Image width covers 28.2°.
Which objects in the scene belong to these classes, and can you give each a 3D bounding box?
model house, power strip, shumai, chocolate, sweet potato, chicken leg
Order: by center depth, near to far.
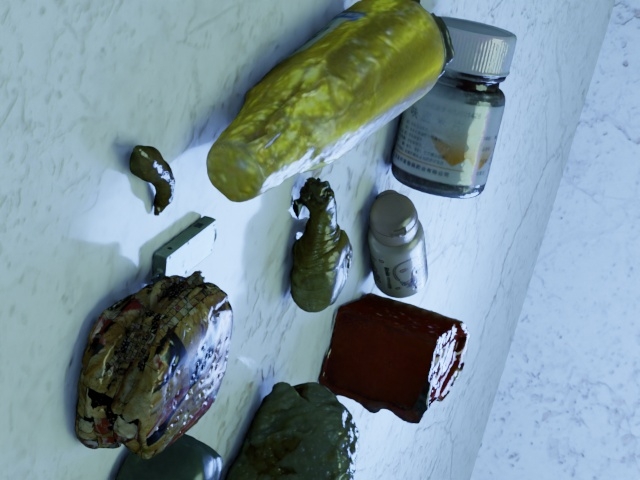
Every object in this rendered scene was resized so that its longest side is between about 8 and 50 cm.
[{"bbox_3d":[-0.178,-0.072,1.353,0.041,0.038,0.153,-43,162,-12],"label":"sweet potato"},{"bbox_3d":[-0.162,0.016,1.493,0.136,0.019,0.051,-43,148,-53],"label":"power strip"},{"bbox_3d":[0.011,-0.179,1.585,0.445,0.162,0.162,-43,146,-50],"label":"chocolate"},{"bbox_3d":[0.000,0.000,1.834,0.103,0.088,0.228,-32,131,-46],"label":"chicken leg"},{"bbox_3d":[-0.026,0.353,1.909,0.256,0.189,0.218,-61,157,-13],"label":"shumai"},{"bbox_3d":[0.142,0.184,2.193,0.254,0.196,0.160,-28,131,-64],"label":"model house"}]

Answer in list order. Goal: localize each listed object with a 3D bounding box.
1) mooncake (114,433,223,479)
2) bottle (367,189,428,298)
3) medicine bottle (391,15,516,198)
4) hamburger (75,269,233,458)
[{"bbox_3d":[-0.191,0.322,1.572,0.168,0.104,0.175,-54,158,-54],"label":"mooncake"},{"bbox_3d":[0.127,-0.002,2.142,0.209,0.097,0.110,79,-3,-53],"label":"bottle"},{"bbox_3d":[0.218,-0.218,2.084,0.165,0.165,0.273,-30,135,-62],"label":"medicine bottle"},{"bbox_3d":[-0.180,0.145,1.427,0.231,0.106,0.231,-52,153,-41],"label":"hamburger"}]
